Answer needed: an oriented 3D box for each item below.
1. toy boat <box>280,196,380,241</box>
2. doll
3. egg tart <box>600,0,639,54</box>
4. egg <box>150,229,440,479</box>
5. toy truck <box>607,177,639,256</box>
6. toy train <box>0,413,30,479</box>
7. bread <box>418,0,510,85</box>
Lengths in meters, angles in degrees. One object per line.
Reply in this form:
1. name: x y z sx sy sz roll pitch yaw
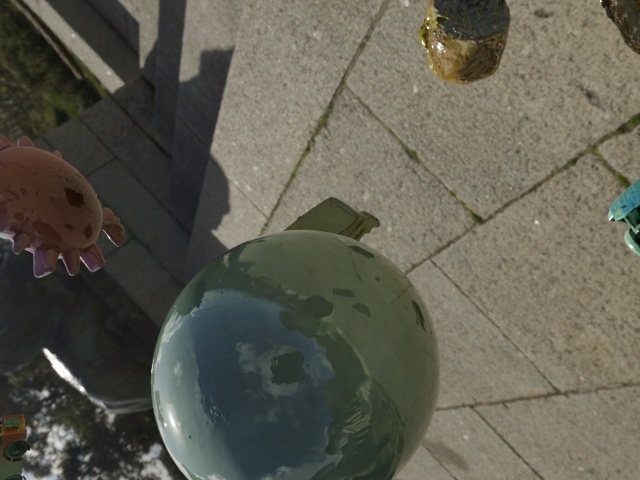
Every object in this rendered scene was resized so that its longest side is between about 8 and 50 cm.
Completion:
1. toy boat: 0.001 -0.005 1.034 0.111 0.276 0.084 35 145 33
2. doll: -0.371 -0.048 0.741 0.211 0.093 0.262 68 -166 17
3. egg tart: 0.222 -0.168 0.309 0.128 0.049 0.129 2 114 4
4. egg: -0.032 0.136 0.556 0.276 0.276 0.389 45 149 3
5. toy truck: 0.682 -0.048 0.996 0.279 0.156 0.155 13 133 -19
6. toy train: -0.641 0.443 1.070 0.072 0.099 0.188 30 111 49
7. bread: 0.316 -0.482 1.217 0.246 0.176 0.195 62 -167 -75
